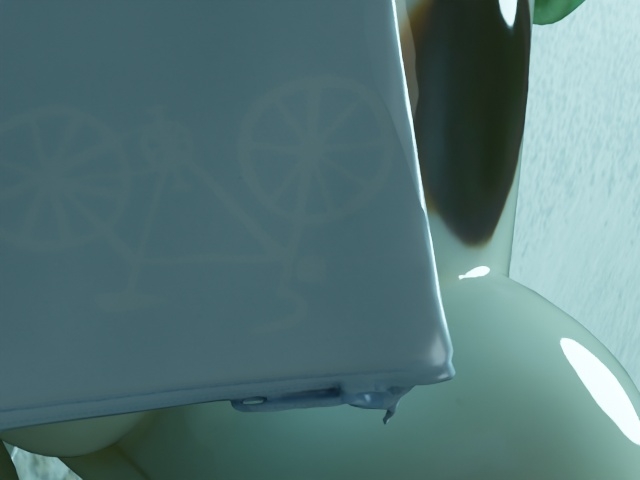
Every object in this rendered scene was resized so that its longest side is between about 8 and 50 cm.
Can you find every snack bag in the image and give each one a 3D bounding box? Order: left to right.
[{"bbox_3d":[-0.138,-0.098,0.605,0.037,0.323,0.342,130,-47,-83],"label":"snack bag"}]

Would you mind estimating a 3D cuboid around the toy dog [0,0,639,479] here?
[{"bbox_3d":[0.000,0.000,0.763,0.284,0.395,0.408,-4,74,-66],"label":"toy dog"}]

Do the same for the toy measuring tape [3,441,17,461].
[{"bbox_3d":[-0.214,0.141,0.842,0.121,0.121,0.330,71,31,-43],"label":"toy measuring tape"}]

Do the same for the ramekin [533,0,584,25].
[{"bbox_3d":[0.093,-0.268,0.939,0.148,0.303,0.303,-31,137,-6],"label":"ramekin"}]
